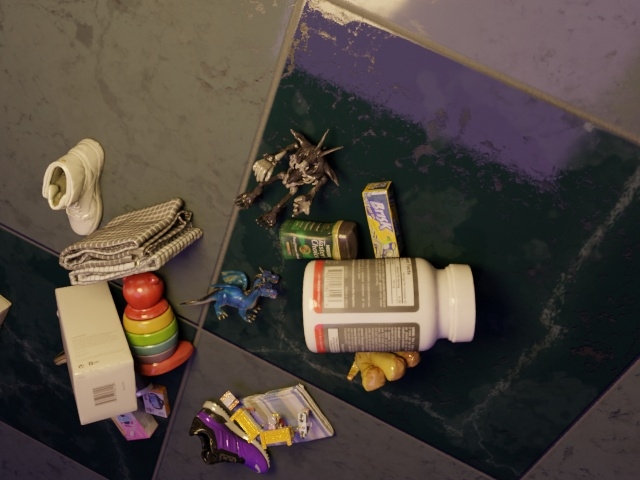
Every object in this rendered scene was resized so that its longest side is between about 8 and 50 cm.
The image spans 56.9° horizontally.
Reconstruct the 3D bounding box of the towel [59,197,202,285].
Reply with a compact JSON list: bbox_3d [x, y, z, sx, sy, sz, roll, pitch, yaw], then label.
[{"bbox_3d":[-0.478,0.002,1.491,0.283,0.235,0.121,-11,109,26],"label":"towel"}]

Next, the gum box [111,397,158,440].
[{"bbox_3d":[-0.644,0.591,2.003,0.107,0.062,0.188,-16,112,28],"label":"gum box"}]

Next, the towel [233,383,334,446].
[{"bbox_3d":[-0.118,0.535,1.792,0.284,0.034,0.209,-21,112,31],"label":"towel"}]

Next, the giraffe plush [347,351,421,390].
[{"bbox_3d":[0.125,0.248,1.475,0.210,0.181,0.171,-6,111,62],"label":"giraffe plush"}]

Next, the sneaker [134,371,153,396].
[{"bbox_3d":[-0.670,0.427,1.903,0.295,0.104,0.147,-12,101,33],"label":"sneaker"}]

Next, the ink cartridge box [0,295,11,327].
[{"bbox_3d":[-1.169,0.307,1.944,0.121,0.211,0.289,39,124,-3],"label":"ink cartridge box"}]

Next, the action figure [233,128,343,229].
[{"bbox_3d":[-0.070,-0.129,1.318,0.164,0.141,0.275,45,127,-7],"label":"action figure"}]

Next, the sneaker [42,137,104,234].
[{"bbox_3d":[-0.650,-0.106,1.530,0.108,0.169,0.293,21,126,6],"label":"sneaker"}]

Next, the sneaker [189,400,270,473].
[{"bbox_3d":[-0.296,0.655,1.849,0.293,0.146,0.102,45,138,-6],"label":"sneaker"}]

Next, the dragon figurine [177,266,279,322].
[{"bbox_3d":[-0.237,0.131,1.565,0.289,0.085,0.144,8,121,16],"label":"dragon figurine"}]

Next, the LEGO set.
[{"bbox_3d":[-0.157,0.530,1.744,0.286,0.107,0.132,8,91,22],"label":"LEGO set"}]

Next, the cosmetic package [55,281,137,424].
[{"bbox_3d":[-0.630,0.298,1.645,0.155,0.365,0.197,-10,128,-25],"label":"cosmetic package"}]

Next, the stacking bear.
[{"bbox_3d":[-0.483,0.219,1.673,0.175,0.164,0.289,5,116,18],"label":"stacking bear"}]

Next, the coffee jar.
[{"bbox_3d":[0.000,0.000,1.402,0.184,0.079,0.096,1,120,19],"label":"coffee jar"}]

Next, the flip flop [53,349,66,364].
[{"bbox_3d":[-0.745,0.362,1.876,0.277,0.112,0.080,-21,105,34],"label":"flip flop"}]

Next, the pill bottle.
[{"bbox_3d":[0.150,0.144,1.323,0.362,0.210,0.210,-1,120,5],"label":"pill bottle"}]

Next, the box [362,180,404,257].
[{"bbox_3d":[0.143,-0.046,1.337,0.059,0.054,0.169,-3,117,22],"label":"box"}]

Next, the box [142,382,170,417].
[{"bbox_3d":[-0.543,0.532,1.952,0.081,0.028,0.136,9,120,15],"label":"box"}]
